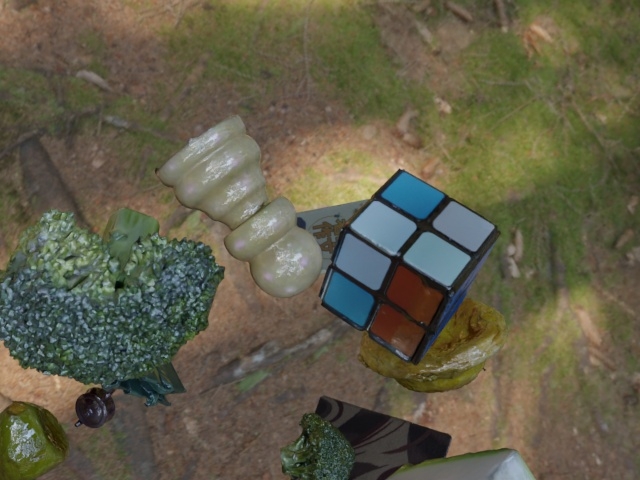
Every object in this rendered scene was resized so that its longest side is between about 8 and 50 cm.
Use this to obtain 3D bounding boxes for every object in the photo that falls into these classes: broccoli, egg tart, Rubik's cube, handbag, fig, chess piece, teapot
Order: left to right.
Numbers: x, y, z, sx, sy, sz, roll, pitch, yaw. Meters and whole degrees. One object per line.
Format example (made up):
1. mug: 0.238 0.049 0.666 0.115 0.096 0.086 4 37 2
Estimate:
1. fig: -0.540 0.368 1.334 0.154 0.166 0.144 8 35 -9
2. teapot: -0.395 0.293 1.274 0.068 0.100 0.045 47 19 2
3. broccoli: -0.336 0.056 1.109 0.249 0.375 0.302 41 41 -58
4. handbag: -0.415 0.218 1.517 0.238 0.089 0.326 56 -1 28
5. chess piece: -0.066 -0.021 0.677 0.170 0.094 0.094 55 46 -6
6. broccoli: -0.005 0.401 1.356 0.137 0.162 0.146 -4 102 -6
7. Rubik's cube: 0.124 0.037 1.049 0.180 0.183 0.167 31 46 17
8. egg tart: 0.213 0.202 1.355 0.294 0.294 0.116 -29 116 -44

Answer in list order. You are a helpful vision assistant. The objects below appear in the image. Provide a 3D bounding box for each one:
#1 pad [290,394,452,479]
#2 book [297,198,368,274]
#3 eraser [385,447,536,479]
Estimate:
1. pad: 0.103 0.480 1.587 0.004 0.330 0.220 47 58 -55
2. book: 0.000 0.000 1.939 0.295 0.020 0.208 -11 54 4
3. eraser: 0.195 0.371 0.822 0.092 0.210 0.274 -39 97 -39
